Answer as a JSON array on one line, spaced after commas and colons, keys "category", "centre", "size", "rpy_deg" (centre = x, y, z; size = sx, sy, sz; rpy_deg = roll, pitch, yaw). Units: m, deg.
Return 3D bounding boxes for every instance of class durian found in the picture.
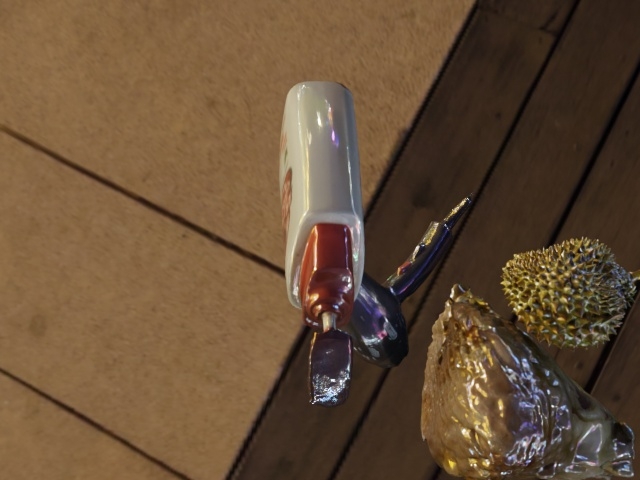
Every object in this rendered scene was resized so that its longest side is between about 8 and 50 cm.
[{"category": "durian", "centre": [0.349, 0.066, 1.400], "size": [0.208, 0.102, 0.146], "rpy_deg": [-10, 77, -16]}]

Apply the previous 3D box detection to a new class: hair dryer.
[{"category": "hair dryer", "centre": [0.104, 0.017, 1.436], "size": [0.271, 0.235, 0.091], "rpy_deg": [-48, 37, -20]}]

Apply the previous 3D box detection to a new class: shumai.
[{"category": "shumai", "centre": [0.295, 0.209, 1.462], "size": [0.283, 0.346, 0.217], "rpy_deg": [11, 107, -4]}]

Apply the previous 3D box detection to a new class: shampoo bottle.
[{"category": "shampoo bottle", "centre": [0.000, 0.000, 0.928], "size": [0.071, 0.153, 0.284], "rpy_deg": [4, 46, -7]}]
